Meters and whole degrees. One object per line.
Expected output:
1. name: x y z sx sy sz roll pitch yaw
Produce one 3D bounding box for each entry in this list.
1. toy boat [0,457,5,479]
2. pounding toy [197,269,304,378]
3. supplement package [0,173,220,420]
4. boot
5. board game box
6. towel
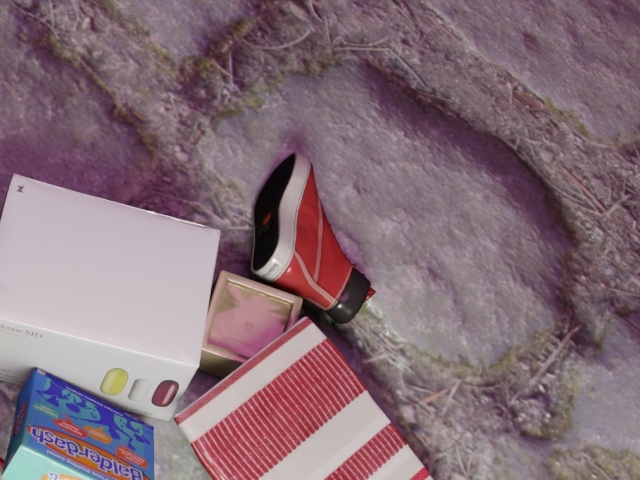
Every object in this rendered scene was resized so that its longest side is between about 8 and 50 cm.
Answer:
1. toy boat: -0.440 0.279 1.555 0.231 0.151 0.151 -2 28 -25
2. pounding toy: -0.086 0.110 1.843 0.130 0.100 0.141 20 62 -8
3. supplement package: -0.273 0.070 1.748 0.262 0.145 0.204 15 52 -12
4. boot: 0.000 0.000 1.965 0.176 0.088 0.244 32 37 -23
5. board game box: -0.262 0.231 1.611 0.160 0.047 0.210 29 12 -15
6. towel: 0.001 0.280 1.734 0.237 0.037 0.329 -36 90 -35
